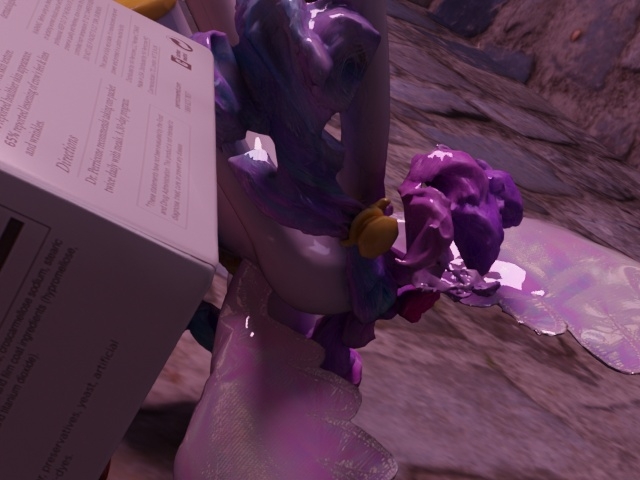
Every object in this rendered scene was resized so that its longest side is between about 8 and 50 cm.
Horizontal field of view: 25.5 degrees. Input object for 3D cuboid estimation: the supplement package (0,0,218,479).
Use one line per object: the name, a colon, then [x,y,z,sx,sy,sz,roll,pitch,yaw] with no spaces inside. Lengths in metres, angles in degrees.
supplement package: [-0.192,-0.008,0.444,0.262,0.198,0.199,26,19,-15]

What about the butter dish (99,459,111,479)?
butter dish: [-0.174,0.033,0.730,0.118,0.160,0.160,-10,38,-29]

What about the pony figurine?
pony figurine: [0.000,0.000,0.769,0.351,0.303,0.363,37,-26,47]
